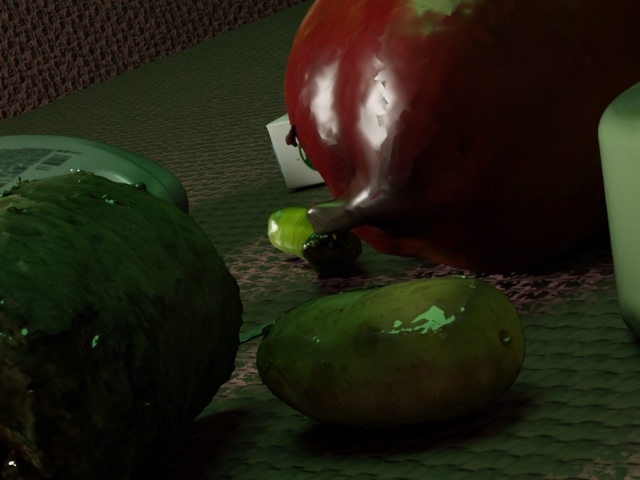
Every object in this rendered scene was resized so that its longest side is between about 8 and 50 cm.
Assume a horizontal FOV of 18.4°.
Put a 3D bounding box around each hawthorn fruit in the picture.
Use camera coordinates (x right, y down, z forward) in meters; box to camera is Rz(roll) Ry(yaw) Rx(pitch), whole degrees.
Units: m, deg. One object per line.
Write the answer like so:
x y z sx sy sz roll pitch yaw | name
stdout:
0.122 -0.116 1.358 0.295 0.295 0.311 -14 14 19 | hawthorn fruit

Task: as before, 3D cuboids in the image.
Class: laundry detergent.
-0.302 0.023 1.706 0.264 0.125 0.398 5 21 21 | laundry detergent

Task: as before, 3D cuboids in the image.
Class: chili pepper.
0.000 0.000 1.547 0.052 0.050 0.201 -36 11 -6 | chili pepper

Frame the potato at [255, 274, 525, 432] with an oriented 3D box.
0.037 0.064 1.101 0.170 0.080 0.107 -13 20 40 | potato

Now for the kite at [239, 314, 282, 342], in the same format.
-0.117 0.091 1.400 0.250 0.012 0.229 -21 13 -20 | kite

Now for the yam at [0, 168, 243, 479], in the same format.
-0.165 0.071 1.114 0.195 0.195 0.300 -16 11 14 | yam

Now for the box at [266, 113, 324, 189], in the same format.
0.068 -0.117 1.927 0.194 0.073 0.139 -10 14 37 | box

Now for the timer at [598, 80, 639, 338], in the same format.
0.266 -0.131 1.072 0.290 0.315 0.291 -17 12 4 | timer
